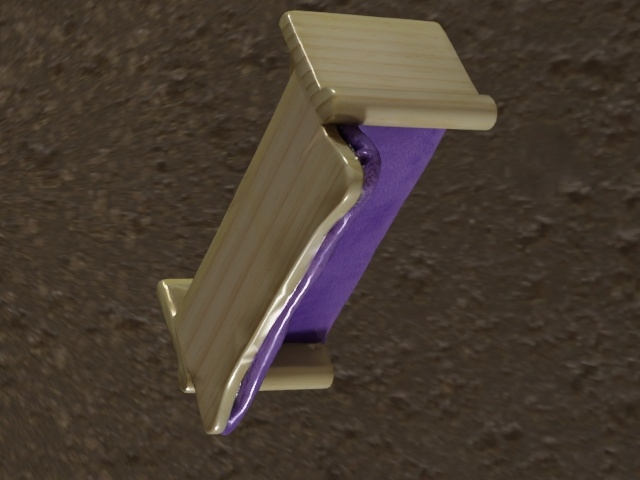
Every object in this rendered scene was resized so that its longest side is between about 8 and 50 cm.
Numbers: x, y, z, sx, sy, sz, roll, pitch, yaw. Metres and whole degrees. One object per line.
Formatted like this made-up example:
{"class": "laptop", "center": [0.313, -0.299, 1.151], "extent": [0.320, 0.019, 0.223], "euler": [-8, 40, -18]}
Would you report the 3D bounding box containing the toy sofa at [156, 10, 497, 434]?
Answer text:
{"class": "toy sofa", "center": [0.000, 0.000, 1.174], "extent": [0.150, 0.362, 0.177], "euler": [0, 49, -29]}
